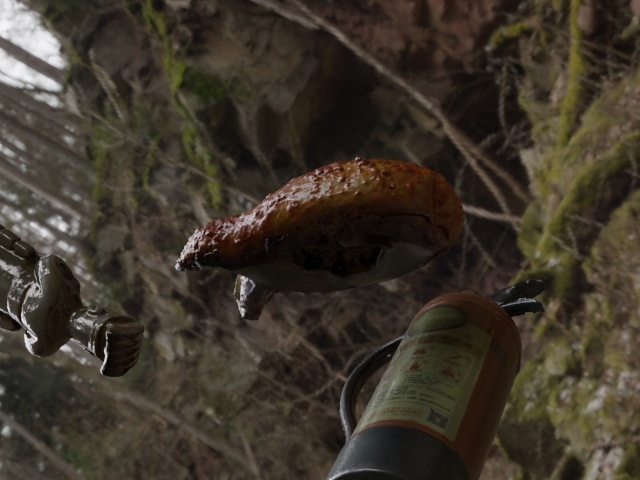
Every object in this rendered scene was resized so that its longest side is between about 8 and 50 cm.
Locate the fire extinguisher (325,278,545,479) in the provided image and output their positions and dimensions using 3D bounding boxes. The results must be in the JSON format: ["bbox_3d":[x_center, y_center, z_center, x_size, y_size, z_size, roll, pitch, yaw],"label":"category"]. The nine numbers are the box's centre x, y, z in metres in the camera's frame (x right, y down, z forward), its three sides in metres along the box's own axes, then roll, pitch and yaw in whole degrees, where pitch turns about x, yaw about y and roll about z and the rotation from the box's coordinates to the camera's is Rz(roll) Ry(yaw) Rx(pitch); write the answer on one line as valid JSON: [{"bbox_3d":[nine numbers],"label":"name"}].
[{"bbox_3d":[0.085,0.139,0.868,0.376,0.200,0.113,-48,-47,-56],"label":"fire extinguisher"}]

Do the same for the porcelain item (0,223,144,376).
[{"bbox_3d":[-0.214,0.042,0.707,0.054,0.213,0.084,-17,-57,-55],"label":"porcelain item"}]

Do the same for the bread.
[{"bbox_3d":[-0.002,-0.006,0.855,0.139,0.269,0.095,49,-142,-39],"label":"bread"}]
